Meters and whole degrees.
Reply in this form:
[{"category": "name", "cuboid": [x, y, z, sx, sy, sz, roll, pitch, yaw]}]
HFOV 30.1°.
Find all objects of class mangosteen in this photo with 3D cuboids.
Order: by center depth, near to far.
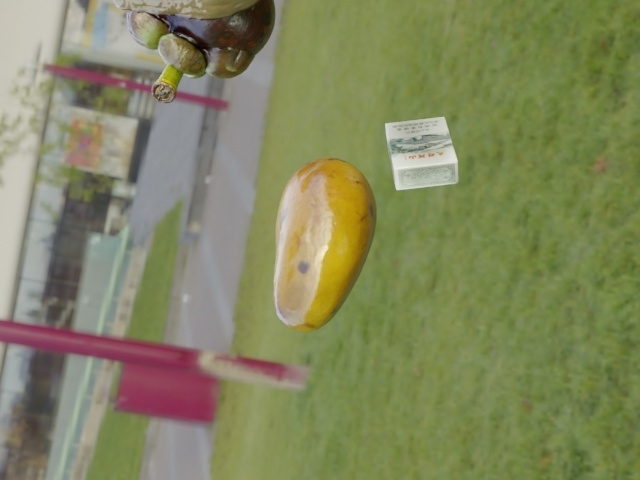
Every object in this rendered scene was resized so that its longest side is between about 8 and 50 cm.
[{"category": "mangosteen", "cuboid": [-0.136, -0.246, 1.382, 0.146, 0.156, 0.181, -14, -55, -66]}]

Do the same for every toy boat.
[{"category": "toy boat", "cuboid": [-0.126, -0.285, 1.219, 0.061, 0.188, 0.116, 90, -173, -57]}]

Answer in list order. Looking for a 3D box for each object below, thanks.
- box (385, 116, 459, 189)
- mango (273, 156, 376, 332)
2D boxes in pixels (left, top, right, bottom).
[{"category": "box", "cuboid": [0.085, -0.075, 1.004, 0.083, 0.054, 0.024, -95, 0, -58]}, {"category": "mango", "cuboid": [0.001, -0.003, 1.082, 0.178, 0.090, 0.115, -79, 13, -50]}]
